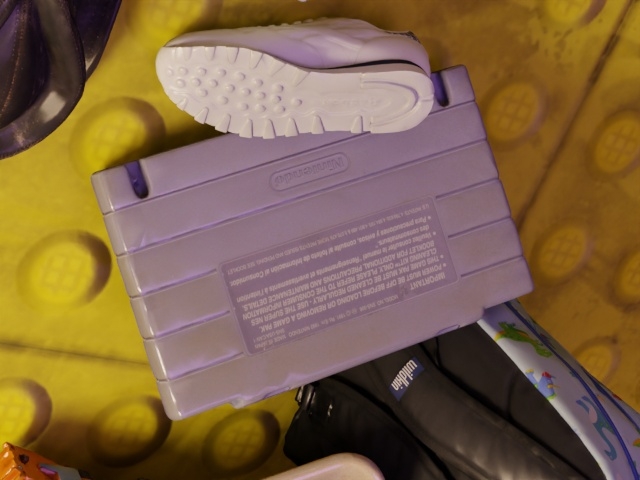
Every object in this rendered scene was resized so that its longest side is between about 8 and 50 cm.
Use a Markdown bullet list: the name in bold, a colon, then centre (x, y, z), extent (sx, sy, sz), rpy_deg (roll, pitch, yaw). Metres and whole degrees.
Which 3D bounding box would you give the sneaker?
- **sneaker**: centre (-0.022, -0.147, 1.209), extent (0.235, 0.094, 0.090), rpy_deg (5, 137, -11)

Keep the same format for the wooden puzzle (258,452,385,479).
- **wooden puzzle**: centre (-0.092, 0.362, 1.333), extent (0.348, 0.080, 0.322), rpy_deg (-14, 134, -7)

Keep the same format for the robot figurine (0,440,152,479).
- **robot figurine**: centre (-0.236, 0.307, 1.355), extent (0.211, 0.085, 0.291), rpy_deg (-43, 131, 10)

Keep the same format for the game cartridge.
- **game cartridge**: centre (0.000, 0.000, 1.252), extent (0.355, 0.068, 0.230), rpy_deg (-18, 96, -20)

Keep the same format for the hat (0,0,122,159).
- **hat**: centre (-0.243, -0.150, 0.992), extent (0.331, 0.134, 0.331), rpy_deg (-23, 139, -22)

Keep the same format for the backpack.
- **backpack**: centre (0.175, 0.212, 1.364), extent (0.273, 0.355, 0.290), rpy_deg (19, 107, -38)
